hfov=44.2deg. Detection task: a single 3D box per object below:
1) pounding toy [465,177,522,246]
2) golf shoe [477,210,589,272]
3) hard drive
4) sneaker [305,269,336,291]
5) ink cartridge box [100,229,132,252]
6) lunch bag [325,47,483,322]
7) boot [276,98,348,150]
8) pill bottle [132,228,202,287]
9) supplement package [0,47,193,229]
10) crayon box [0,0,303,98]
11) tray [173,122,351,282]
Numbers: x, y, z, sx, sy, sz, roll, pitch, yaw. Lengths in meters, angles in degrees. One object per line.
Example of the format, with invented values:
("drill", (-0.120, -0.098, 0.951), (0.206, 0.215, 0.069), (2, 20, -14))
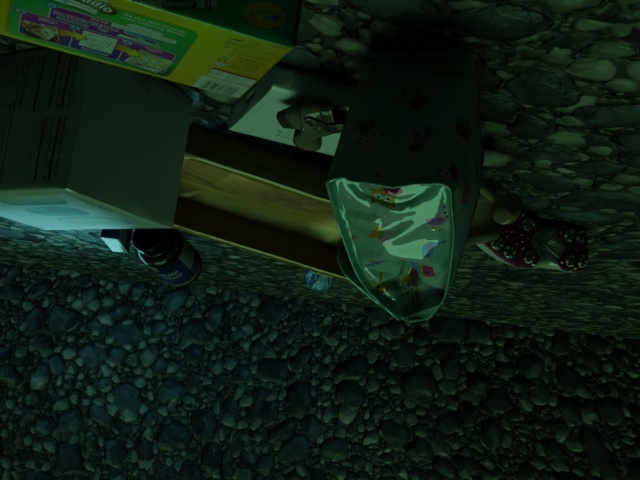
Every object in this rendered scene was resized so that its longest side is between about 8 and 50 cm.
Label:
("pounding toy", (0.184, -0.078, 1.164), (0.270, 0.154, 0.154), (11, -159, 34))
("golf shoe", (0.396, 0.008, 1.584), (0.306, 0.115, 0.140), (15, 170, -30))
("hard drive", (0.045, -0.161, 1.114), (0.308, 0.040, 0.203), (11, 168, -21))
("sneaker", (0.026, 0.037, 1.588), (0.091, 0.126, 0.240), (7, 169, -12))
("ink cartridge box", (-0.497, -0.033, 1.942), (0.046, 0.097, 0.207), (8, 169, -6))
("lunch bag", (0.110, -0.057, 0.929), (0.160, 0.223, 0.262), (4, 143, 17))
("boot", (0.003, -0.146, 1.011), (0.087, 0.042, 0.118), (-2, 166, 29))
("pill bottle", (-0.411, 0.032, 2.113), (0.123, 0.122, 0.219), (3, 155, 19))
("supplement package", (-0.351, -0.131, 1.093), (0.263, 0.198, 0.199), (0, 166, 31))
("crayon box", (-0.176, -0.233, 0.777), (0.278, 0.081, 0.165), (12, 168, -23))
("tray", (-0.052, -0.050, 1.346), (0.411, 0.076, 0.203), (17, 142, -14))
